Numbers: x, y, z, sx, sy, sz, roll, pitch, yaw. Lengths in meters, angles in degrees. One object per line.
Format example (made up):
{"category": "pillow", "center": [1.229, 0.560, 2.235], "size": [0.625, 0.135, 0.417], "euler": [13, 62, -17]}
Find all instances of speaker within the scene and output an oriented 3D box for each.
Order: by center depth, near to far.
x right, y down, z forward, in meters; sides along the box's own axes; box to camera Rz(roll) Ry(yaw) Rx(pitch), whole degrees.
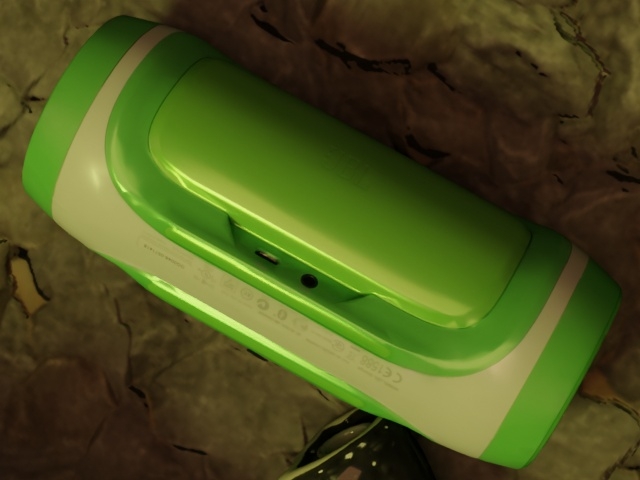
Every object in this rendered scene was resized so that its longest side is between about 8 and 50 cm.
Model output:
{"category": "speaker", "center": [0.000, 0.000, 0.854], "size": [0.296, 0.131, 0.131], "euler": [29, 101, 6]}

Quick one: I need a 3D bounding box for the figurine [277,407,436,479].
{"category": "figurine", "center": [0.004, 0.226, 0.906], "size": [0.215, 0.092, 0.209], "euler": [-30, 95, 13]}
